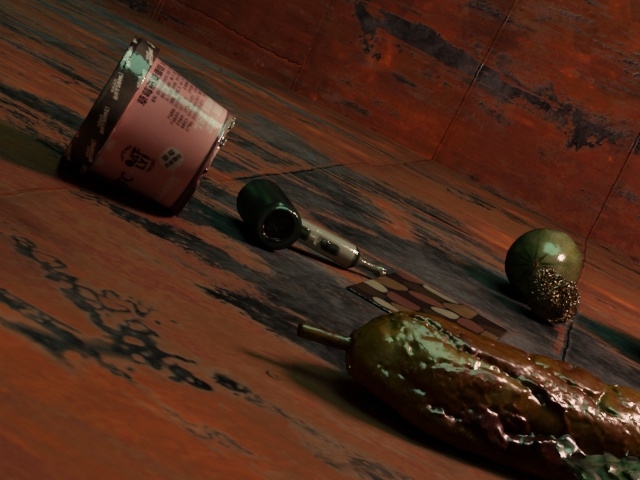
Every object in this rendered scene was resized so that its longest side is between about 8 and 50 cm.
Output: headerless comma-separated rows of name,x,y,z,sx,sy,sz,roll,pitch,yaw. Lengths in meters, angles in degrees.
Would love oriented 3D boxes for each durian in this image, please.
durian,0.326,0.075,1.533,0.080,0.080,0.091,20,33,-28

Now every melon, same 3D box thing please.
melon,0.337,0.037,1.647,0.114,0.114,0.167,29,13,14

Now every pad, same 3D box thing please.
pad,0.129,0.081,1.258,0.158,0.003,0.235,29,11,16

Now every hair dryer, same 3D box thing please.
hair dryer,0.000,0.000,1.234,0.197,0.057,0.100,26,11,-24

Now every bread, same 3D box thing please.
bread,0.141,0.123,0.874,0.344,0.084,0.124,22,11,-16

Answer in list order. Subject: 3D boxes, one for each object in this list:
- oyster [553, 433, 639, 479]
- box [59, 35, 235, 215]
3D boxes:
oyster,0.261,0.209,0.676,0.267,0.112,0.198,24,11,-25
box,-0.171,-0.110,1.111,0.135,0.151,0.151,32,9,-15
